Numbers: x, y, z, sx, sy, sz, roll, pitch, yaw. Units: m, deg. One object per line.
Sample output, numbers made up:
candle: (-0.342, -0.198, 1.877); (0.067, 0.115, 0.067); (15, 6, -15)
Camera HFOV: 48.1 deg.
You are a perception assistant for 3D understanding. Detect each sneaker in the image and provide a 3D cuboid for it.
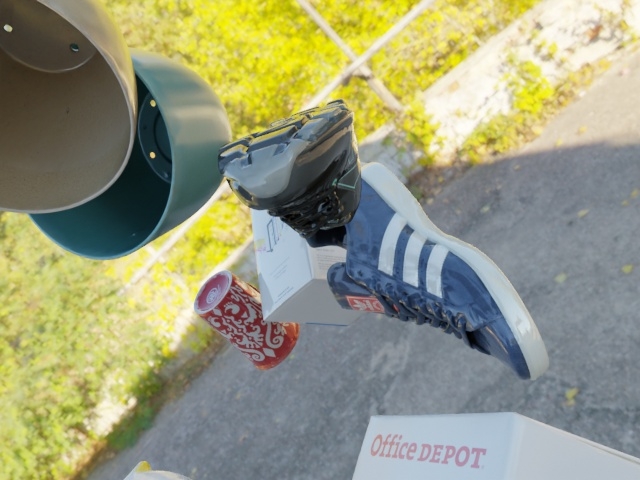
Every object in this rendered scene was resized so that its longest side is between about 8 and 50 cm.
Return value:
sneaker: (0.102, 0.056, 0.823); (0.148, 0.131, 0.350); (-35, 47, -8)
sneaker: (-0.003, -0.053, 0.585); (0.101, 0.106, 0.267); (-15, 11, 14)

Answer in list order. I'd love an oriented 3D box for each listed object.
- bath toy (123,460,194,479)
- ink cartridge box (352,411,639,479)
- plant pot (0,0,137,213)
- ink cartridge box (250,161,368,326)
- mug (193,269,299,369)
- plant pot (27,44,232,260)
bath toy: (-0.140, 0.276, 0.478); (0.348, 0.129, 0.151); (-54, -5, 33)
ink cartridge box: (0.109, 0.353, 0.614); (0.279, 0.160, 0.385); (-33, 35, 65)
plant pot: (-0.330, -0.198, 0.785); (0.284, 0.284, 0.191); (-35, 35, 30)
ink cartridge box: (0.000, 0.000, 1.181); (0.168, 0.171, 0.233); (-43, 48, 48)
mug: (-0.141, 0.133, 1.272); (0.113, 0.169, 0.150); (-51, 32, -8)
plant pot: (-0.265, -0.142, 1.047); (0.293, 0.293, 0.235); (-35, -3, 29)
